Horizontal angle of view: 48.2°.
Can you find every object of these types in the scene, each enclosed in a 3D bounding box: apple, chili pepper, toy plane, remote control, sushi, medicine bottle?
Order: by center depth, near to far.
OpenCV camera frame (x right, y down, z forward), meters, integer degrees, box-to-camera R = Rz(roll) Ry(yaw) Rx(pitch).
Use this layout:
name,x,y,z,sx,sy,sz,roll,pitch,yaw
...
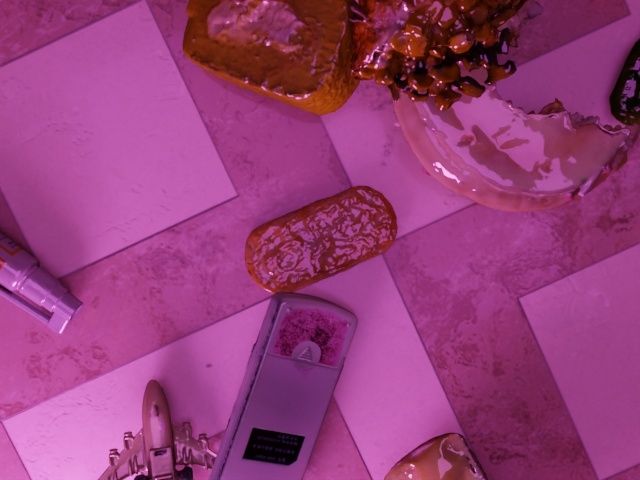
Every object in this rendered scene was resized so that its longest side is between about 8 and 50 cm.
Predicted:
name,x,y,z,sx,sy,sz,roll,pitch,yaw
sushi,0.167,-0.291,0.889,0.296,0.167,0.179,-28,64,-2
chili pepper,0.501,-0.273,1.078,0.072,0.073,0.204,26,93,11
remote control,-0.058,0.250,1.104,0.145,0.050,0.344,18,94,-25
medicine bottle,-0.473,0.056,1.104,0.221,0.061,0.092,37,118,-3
apple,0.191,0.429,1.111,0.193,0.120,0.265,-27,92,15
toy plane,-0.248,0.340,1.113,0.229,0.092,0.244,-6,98,-16

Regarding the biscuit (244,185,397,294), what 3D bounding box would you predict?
name,x,y,z,sx,sy,sz,roll,pitch,yaw
biscuit,0.000,0.000,1.113,0.247,0.029,0.118,-23,94,1

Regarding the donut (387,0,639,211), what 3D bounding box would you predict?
name,x,y,z,sx,sy,sz,roll,pitch,yaw
donut,0.256,-0.213,1.037,0.307,0.150,0.371,-28,93,1

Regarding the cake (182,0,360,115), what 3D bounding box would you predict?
name,x,y,z,sx,sy,sz,roll,pitch,yaw
cake,-0.060,-0.294,1.008,0.261,0.156,0.179,24,96,18
